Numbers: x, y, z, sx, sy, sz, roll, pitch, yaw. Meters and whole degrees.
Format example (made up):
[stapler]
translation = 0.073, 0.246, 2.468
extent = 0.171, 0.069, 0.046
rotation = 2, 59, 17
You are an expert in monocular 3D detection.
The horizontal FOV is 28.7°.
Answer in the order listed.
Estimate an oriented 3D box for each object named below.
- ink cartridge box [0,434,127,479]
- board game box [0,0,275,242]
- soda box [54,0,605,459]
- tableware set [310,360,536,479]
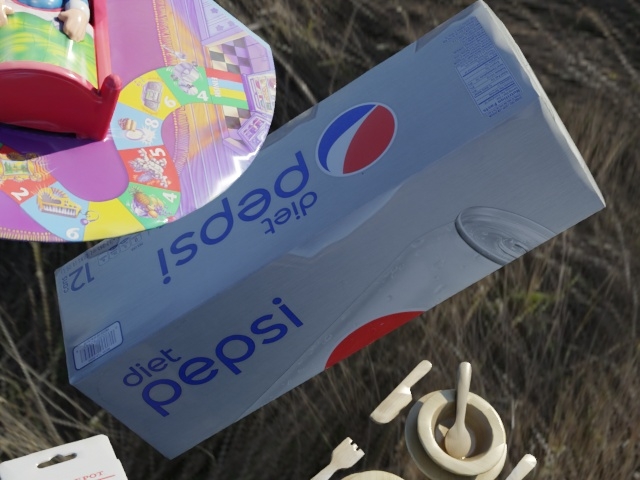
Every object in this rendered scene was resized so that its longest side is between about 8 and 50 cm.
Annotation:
[ink cartridge box]
translation = -0.203, 0.253, 1.058
extent = 0.104, 0.062, 0.181
rotation = -14, 36, -18
[board game box]
translation = -0.089, -0.075, 0.365
extent = 0.168, 0.033, 0.133
rotation = 40, 46, 9
[soda box]
translation = 0.000, 0.000, 0.681
extent = 0.286, 0.098, 0.091
rotation = -31, 44, 10
[tableware set]
translation = 0.080, 0.182, 0.972
extent = 0.128, 0.039, 0.194
rotation = 42, 54, 11
